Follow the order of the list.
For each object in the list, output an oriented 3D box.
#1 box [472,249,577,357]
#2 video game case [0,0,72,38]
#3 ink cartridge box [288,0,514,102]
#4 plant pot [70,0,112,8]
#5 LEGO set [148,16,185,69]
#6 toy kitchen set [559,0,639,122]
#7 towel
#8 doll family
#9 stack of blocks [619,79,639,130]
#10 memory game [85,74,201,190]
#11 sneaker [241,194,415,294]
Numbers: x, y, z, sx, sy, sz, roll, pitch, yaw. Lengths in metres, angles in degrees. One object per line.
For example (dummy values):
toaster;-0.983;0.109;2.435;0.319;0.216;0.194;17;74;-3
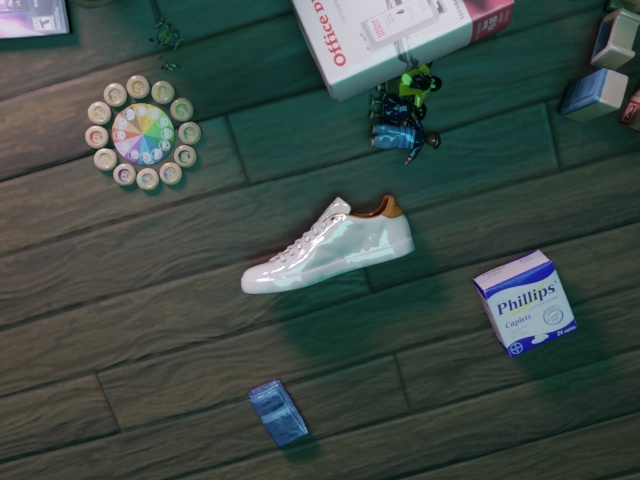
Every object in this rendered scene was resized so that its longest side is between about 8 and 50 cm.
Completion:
box;0.346;0.106;1.376;0.126;0.072;0.137;-25;105;4
video game case;-0.524;-0.397;1.208;0.274;0.026;0.196;-5;106;-2
ink cartridge box;0.105;-0.354;1.176;0.283;0.117;0.207;-24;86;4
plant pot;-0.343;-0.529;1.048;0.305;0.334;0.334;36;102;-1
LEGO set;-0.238;-0.305;1.254;0.054;0.023;0.083;14;118;-5
toy kitchen set;0.387;-0.314;1.252;0.166;0.122;0.207;18;84;-8
towel;-0.075;0.307;1.434;0.067;0.029;0.119;-27;106;6
doll family;0.138;-0.218;1.273;0.111;0.076;0.193;3;111;-8
stack of blocks;0.561;-0.214;1.175;0.087;0.297;0.171;21;104;-7
memory game;-0.282;-0.170;1.293;0.186;0.012;0.186;-1;107;-3
sneaker;0.000;0.000;1.319;0.290;0.106;0.123;-18;100;-7
